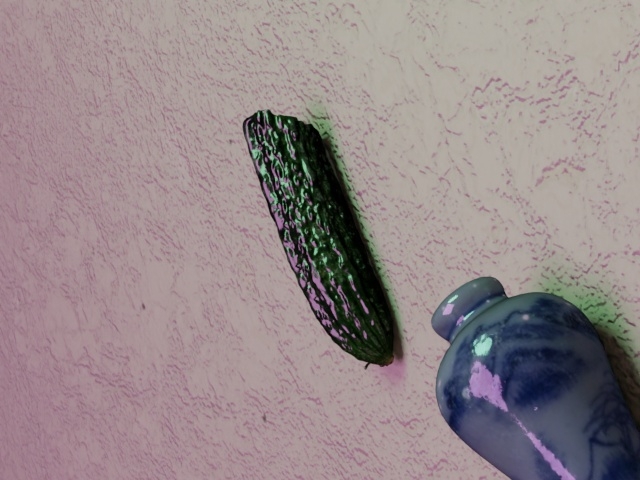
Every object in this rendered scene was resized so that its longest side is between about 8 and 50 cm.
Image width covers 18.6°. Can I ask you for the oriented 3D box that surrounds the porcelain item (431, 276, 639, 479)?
[{"bbox_3d":[0.184,0.143,1.521,0.259,0.141,0.141,54,144,22],"label":"porcelain item"}]

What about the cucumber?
[{"bbox_3d":[-0.001,0.001,1.844,0.077,0.077,0.265,-45,61,56],"label":"cucumber"}]
